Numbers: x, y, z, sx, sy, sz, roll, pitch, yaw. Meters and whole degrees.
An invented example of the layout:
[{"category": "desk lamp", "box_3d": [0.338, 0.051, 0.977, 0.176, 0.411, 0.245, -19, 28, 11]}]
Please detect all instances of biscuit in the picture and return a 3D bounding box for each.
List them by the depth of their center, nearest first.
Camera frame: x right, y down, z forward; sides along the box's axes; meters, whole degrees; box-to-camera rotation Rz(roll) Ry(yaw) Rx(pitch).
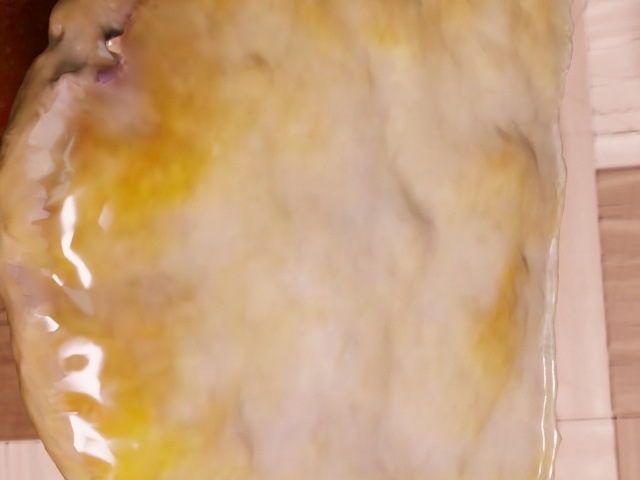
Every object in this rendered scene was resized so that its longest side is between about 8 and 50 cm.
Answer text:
[{"category": "biscuit", "box_3d": [-0.001, 0.000, 0.866, 0.104, 0.446, 0.429, 7, 102, 45]}]

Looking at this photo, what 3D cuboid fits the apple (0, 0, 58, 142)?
[{"category": "apple", "box_3d": [-0.258, -0.190, 1.005, 0.317, 0.288, 0.288, -28, 78, 0]}]
